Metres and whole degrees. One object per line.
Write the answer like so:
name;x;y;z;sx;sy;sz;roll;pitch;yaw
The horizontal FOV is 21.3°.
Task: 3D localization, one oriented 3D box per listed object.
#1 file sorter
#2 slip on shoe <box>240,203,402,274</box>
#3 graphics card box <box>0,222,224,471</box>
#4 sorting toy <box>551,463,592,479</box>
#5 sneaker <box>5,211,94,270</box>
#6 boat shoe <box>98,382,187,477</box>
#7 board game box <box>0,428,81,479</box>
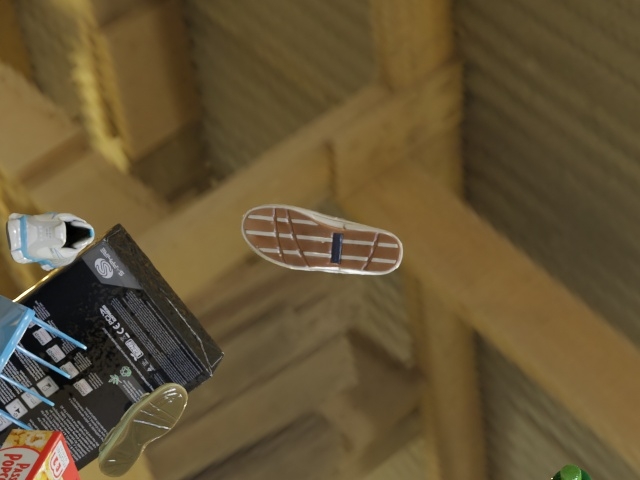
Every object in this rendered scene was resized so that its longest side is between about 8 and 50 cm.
file sorter;-0.380;0.170;2.073;0.104;0.170;0.118;35;-10;-30
slip on shoe;0.000;0.000;1.411;0.041;0.135;0.051;-163;-99;-84
graphics card box;-0.340;0.175;2.240;0.233;0.371;0.094;52;17;-6
sorting toy;0.045;0.251;1.138;0.127;0.366;0.126;50;-19;41
sneaker;-0.302;-0.001;2.019;0.191;0.083;0.071;-10;95;-80
boat shoe;-0.222;0.225;2.097;0.056;0.153;0.048;27;23;-30
board game box;-0.217;0.251;1.196;0.045;0.193;0.146;0;-53;22
